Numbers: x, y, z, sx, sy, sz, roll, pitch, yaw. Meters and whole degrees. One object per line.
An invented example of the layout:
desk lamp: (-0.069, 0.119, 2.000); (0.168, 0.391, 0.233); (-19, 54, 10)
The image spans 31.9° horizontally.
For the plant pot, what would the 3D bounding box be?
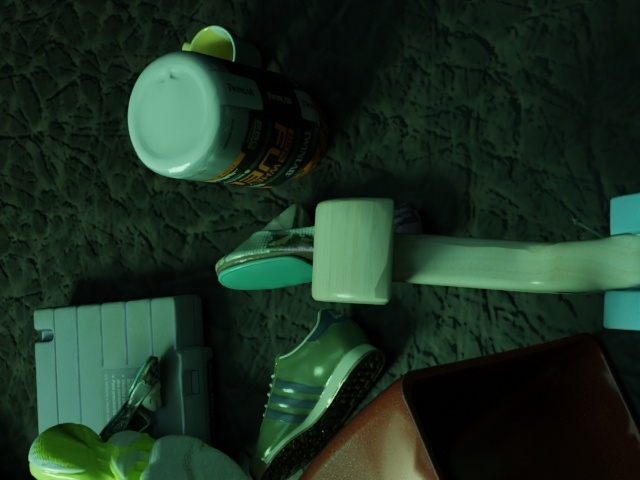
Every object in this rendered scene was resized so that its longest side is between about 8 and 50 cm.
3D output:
plant pot: (0.117, 0.255, 0.898); (0.235, 0.267, 0.267); (-36, 69, 39)

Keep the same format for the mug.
mug: (-0.097, -0.191, 1.161); (0.062, 0.064, 0.078); (-45, 65, 25)

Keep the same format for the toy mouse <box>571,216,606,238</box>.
toy mouse: (0.304, 0.022, 0.902); (0.143, 0.031, 0.161); (-28, 77, 19)

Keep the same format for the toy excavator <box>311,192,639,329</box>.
toy excavator: (0.253, 0.024, 0.799); (0.445, 0.432, 0.222); (168, 105, -69)

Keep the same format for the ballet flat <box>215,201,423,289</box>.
ballet flat: (0.000, 0.000, 1.092); (0.221, 0.077, 0.079); (-8, 66, 29)

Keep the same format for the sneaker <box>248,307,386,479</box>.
sneaker: (-0.019, 0.149, 1.101); (0.192, 0.064, 0.086); (-53, 55, 20)

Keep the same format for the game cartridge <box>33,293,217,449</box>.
game cartridge: (-0.211, 0.243, 1.226); (0.230, 0.068, 0.355); (-6, 85, 30)

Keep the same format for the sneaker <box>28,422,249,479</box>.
sneaker: (-0.175, 0.259, 1.132); (0.240, 0.091, 0.126); (12, 130, 20)

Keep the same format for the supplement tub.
supplement tub: (-0.081, -0.111, 1.071); (0.117, 0.190, 0.117); (-1, 88, 35)

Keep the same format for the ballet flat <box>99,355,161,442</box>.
ballet flat: (-0.187, 0.170, 1.161); (0.041, 0.041, 0.114); (44, 111, 27)
